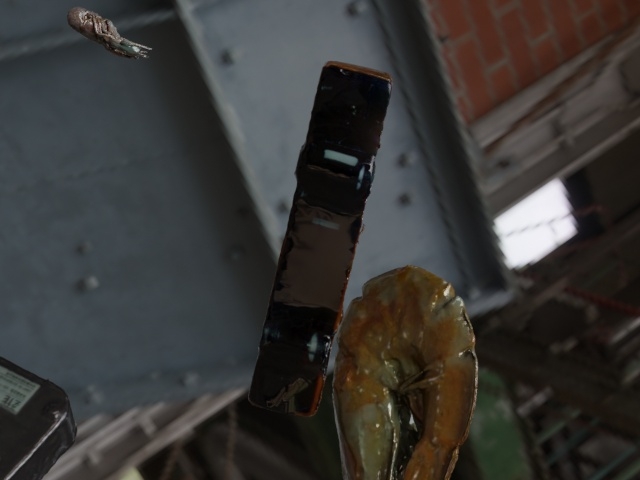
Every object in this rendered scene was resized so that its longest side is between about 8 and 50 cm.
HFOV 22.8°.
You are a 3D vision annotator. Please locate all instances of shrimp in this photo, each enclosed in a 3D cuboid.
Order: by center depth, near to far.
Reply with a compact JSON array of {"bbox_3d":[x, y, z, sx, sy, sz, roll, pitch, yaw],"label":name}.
[{"bbox_3d":[0.070,0.166,1.315,0.154,0.062,0.294,-8,-100,44],"label":"shrimp"},{"bbox_3d":[-0.217,-0.207,1.624,0.092,0.029,0.038,31,-14,-5],"label":"shrimp"}]

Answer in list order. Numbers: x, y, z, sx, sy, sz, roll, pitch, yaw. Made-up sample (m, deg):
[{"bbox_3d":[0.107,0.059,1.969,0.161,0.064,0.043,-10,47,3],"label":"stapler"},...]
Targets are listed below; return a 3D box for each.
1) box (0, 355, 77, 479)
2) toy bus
[{"bbox_3d":[-0.414,0.158,1.451,0.350,0.211,0.058,23,-40,23],"label":"box"},{"bbox_3d":[0.000,0.000,1.811,0.092,0.093,0.409,-79,-177,-75],"label":"toy bus"}]
